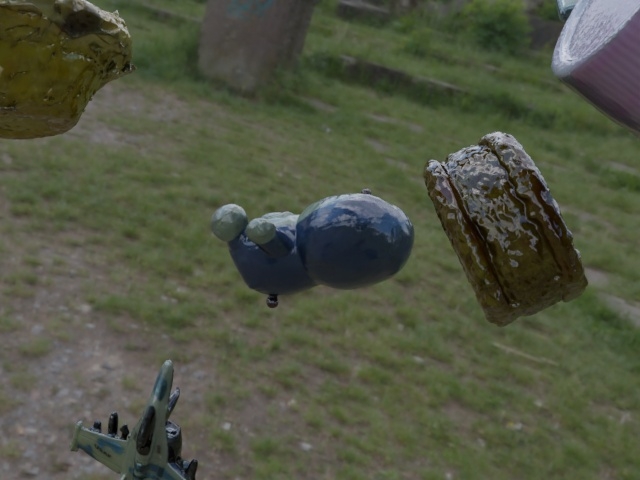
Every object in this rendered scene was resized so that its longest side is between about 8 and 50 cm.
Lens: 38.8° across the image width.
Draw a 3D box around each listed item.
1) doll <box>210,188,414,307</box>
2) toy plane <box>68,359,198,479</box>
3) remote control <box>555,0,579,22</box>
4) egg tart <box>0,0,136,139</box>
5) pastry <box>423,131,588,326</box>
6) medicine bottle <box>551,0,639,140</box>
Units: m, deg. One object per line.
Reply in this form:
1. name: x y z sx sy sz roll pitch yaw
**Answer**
1. doll: 0.000 0.000 1.278 0.258 0.154 0.228 -16 -14 21
2. toy plane: -0.177 0.216 0.969 0.192 0.262 0.088 27 27 11
3. remote control: 0.252 -0.252 0.889 0.053 0.018 0.124 -17 36 18
4. egg tart: -0.320 -0.165 0.888 0.294 0.116 0.295 -4 -6 0
5. pastry: 0.174 -0.011 0.867 0.103 0.189 0.189 -26 11 7
6. medicine bottle: 0.381 -0.093 0.663 0.388 0.219 0.219 31 12 -7
